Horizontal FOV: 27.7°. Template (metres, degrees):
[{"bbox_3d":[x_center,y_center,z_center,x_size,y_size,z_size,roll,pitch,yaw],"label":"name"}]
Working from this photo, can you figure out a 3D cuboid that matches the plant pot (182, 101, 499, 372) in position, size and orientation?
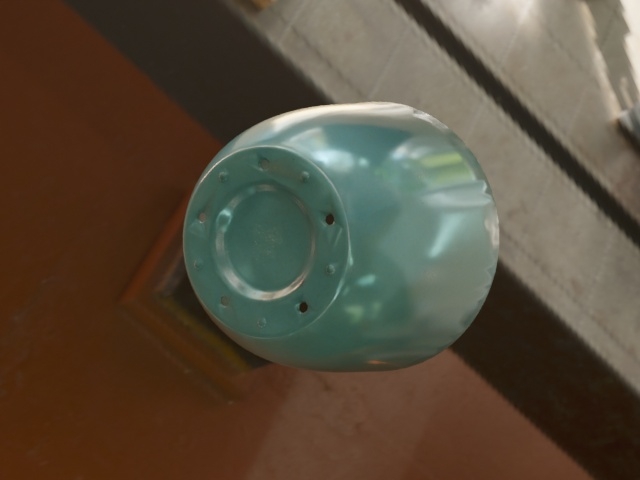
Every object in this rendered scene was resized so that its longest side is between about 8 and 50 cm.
[{"bbox_3d":[0.000,0.000,1.302,0.235,0.293,0.293,-4,76,-61],"label":"plant pot"}]
